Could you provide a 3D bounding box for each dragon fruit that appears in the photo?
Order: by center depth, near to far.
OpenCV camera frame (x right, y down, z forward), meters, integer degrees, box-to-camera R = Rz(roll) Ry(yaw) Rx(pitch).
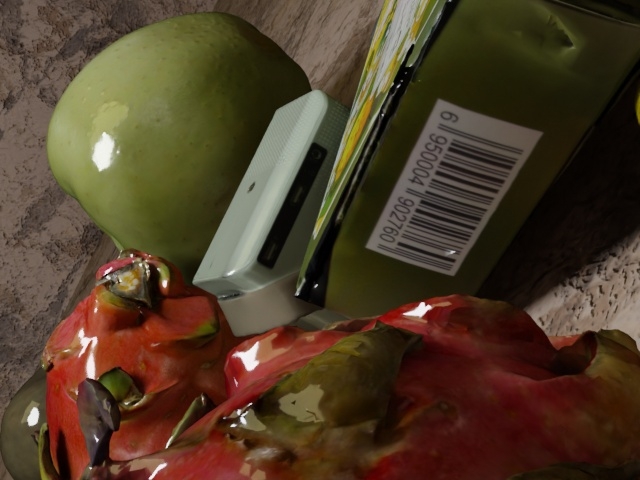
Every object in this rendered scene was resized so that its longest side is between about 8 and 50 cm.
[{"bbox_3d":[0.074,0.144,0.563,0.296,0.314,0.263,7,41,48],"label":"dragon fruit"},{"bbox_3d":[-0.213,0.156,1.276,0.305,0.226,0.305,-44,11,10],"label":"dragon fruit"}]

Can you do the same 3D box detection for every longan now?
[{"bbox_3d":[-0.312,0.243,1.510,0.246,0.215,0.246,11,-90,-88],"label":"longan"}]

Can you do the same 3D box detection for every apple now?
[{"bbox_3d":[-0.163,-0.110,1.448,0.357,0.357,0.357,-52,20,27],"label":"apple"}]

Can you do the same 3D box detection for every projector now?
[{"bbox_3d":[0.000,0.000,1.092,0.242,0.177,0.163,-64,16,-15],"label":"projector"}]

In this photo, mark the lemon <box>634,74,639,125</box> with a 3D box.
[{"bbox_3d":[0.244,-0.088,0.665,0.133,0.109,0.109,-61,17,-20],"label":"lemon"}]

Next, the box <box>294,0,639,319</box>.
[{"bbox_3d":[0.130,-0.184,0.883,0.373,0.138,0.420,116,174,-52],"label":"box"}]

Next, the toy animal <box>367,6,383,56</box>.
[{"bbox_3d":[0.081,-0.191,1.369,0.079,0.070,0.253,34,-110,-73],"label":"toy animal"}]
